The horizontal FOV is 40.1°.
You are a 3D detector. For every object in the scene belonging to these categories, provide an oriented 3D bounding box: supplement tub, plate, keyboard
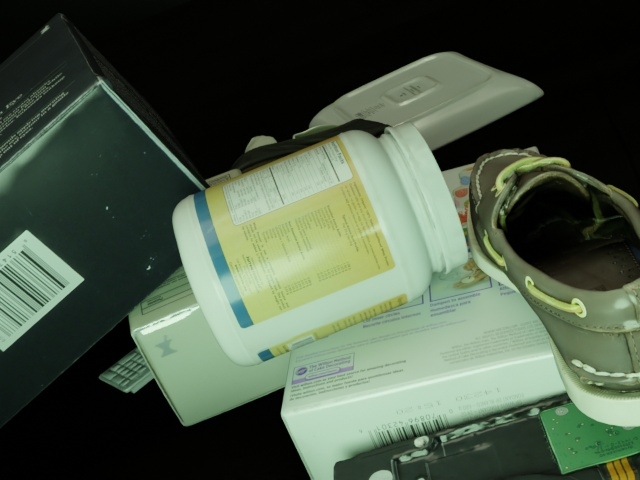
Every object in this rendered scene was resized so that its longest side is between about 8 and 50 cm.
[{"bbox_3d":[0.000,0.000,0.691,0.200,0.144,0.144,-22,27,-1],"label":"supplement tub"},{"bbox_3d":[0.135,-0.200,1.272,0.278,0.045,0.277,-26,28,-7],"label":"plate"},{"bbox_3d":[-0.131,0.084,0.987,0.256,0.014,0.072,-37,31,-28],"label":"keyboard"}]

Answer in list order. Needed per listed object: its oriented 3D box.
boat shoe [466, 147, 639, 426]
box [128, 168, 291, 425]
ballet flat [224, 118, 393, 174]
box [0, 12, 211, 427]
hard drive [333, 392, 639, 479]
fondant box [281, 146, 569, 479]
[{"bbox_3d":[0.172,-0.006,0.630,0.117,0.096,0.324,-18,28,5],"label":"boat shoe"},{"bbox_3d":[-0.108,0.048,0.889,0.149,0.126,0.232,-22,32,-3],"label":"box"},{"bbox_3d":[-0.028,-0.090,1.080,0.280,0.095,0.096,-17,42,-30],"label":"ballet flat"},{"bbox_3d":[-0.300,-0.021,0.857,0.343,0.179,0.312,-41,33,0],"label":"box"},{"bbox_3d":[0.179,0.185,0.521,0.339,0.064,0.237,-19,27,7],"label":"hard drive"},{"bbox_3d":[0.106,0.053,0.780,0.238,0.096,0.330,-15,29,13],"label":"fondant box"}]
